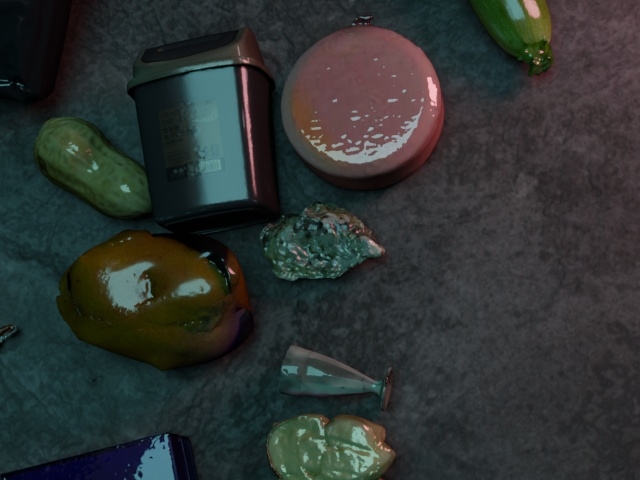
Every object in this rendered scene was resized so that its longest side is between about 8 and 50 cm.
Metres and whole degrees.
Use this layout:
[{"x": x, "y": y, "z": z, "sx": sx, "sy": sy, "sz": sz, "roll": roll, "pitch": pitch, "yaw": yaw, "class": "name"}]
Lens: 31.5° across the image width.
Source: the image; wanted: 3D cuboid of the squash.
[{"x": 0.250, "y": -0.424, "z": 1.720, "sx": 0.107, "sy": 0.107, "sz": 0.395, "roll": -25, "pitch": 72, "yaw": 4, "class": "squash"}]

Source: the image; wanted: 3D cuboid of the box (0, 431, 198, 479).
[{"x": -0.294, "y": 0.438, "z": 1.598, "sx": 0.262, "sy": 0.116, "sz": 0.278, "roll": -15, "pitch": 75, "yaw": 7, "class": "box"}]

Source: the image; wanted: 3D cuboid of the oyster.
[{"x": 0.000, "y": 0.000, "z": 1.681, "sx": 0.177, "sy": 0.064, "sz": 0.124, "roll": -17, "pitch": 77, "yaw": 9, "class": "oyster"}]

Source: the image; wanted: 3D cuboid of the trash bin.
[{"x": -0.169, "y": -0.165, "z": 1.700, "sx": 0.210, "sy": 0.182, "sz": 0.290, "roll": -10, "pitch": 79, "yaw": 10, "class": "trash bin"}]

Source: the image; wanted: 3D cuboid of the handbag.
[{"x": -0.534, "y": -0.390, "z": 1.794, "sx": 0.275, "sy": 0.178, "sz": 0.301, "roll": 12, "pitch": 101, "yaw": -1, "class": "handbag"}]

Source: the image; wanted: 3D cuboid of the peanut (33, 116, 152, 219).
[{"x": -0.349, "y": -0.109, "z": 1.749, "sx": 0.236, "sy": 0.120, "sz": 0.110, "roll": 35, "pitch": 46, "yaw": 24, "class": "peanut"}]

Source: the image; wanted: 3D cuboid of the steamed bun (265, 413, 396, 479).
[{"x": 0.022, "y": 0.324, "z": 1.568, "sx": 0.192, "sy": 0.106, "sz": 0.177, "roll": -17, "pitch": 76, "yaw": 16, "class": "steamed bun"}]

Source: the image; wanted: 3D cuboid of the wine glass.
[{"x": 0.022, "y": 0.199, "z": 1.616, "sx": 0.155, "sy": 0.073, "sz": 0.073, "roll": 11, "pitch": 78, "yaw": 14, "class": "wine glass"}]

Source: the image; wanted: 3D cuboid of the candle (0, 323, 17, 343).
[{"x": -0.541, "y": 0.166, "z": 1.752, "sx": 0.162, "sy": 0.048, "sz": 0.053, "roll": -27, "pitch": 85, "yaw": 4, "class": "candle"}]

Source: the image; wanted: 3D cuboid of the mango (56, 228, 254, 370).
[{"x": -0.241, "y": 0.085, "z": 1.658, "sx": 0.287, "sy": 0.152, "sz": 0.201, "roll": 10, "pitch": 74, "yaw": 13, "class": "mango"}]

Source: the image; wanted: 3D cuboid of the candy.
[{"x": 0.064, "y": -0.205, "z": 1.703, "sx": 0.255, "sy": 0.094, "sz": 0.255, "roll": -3, "pitch": 75, "yaw": 11, "class": "candy"}]
